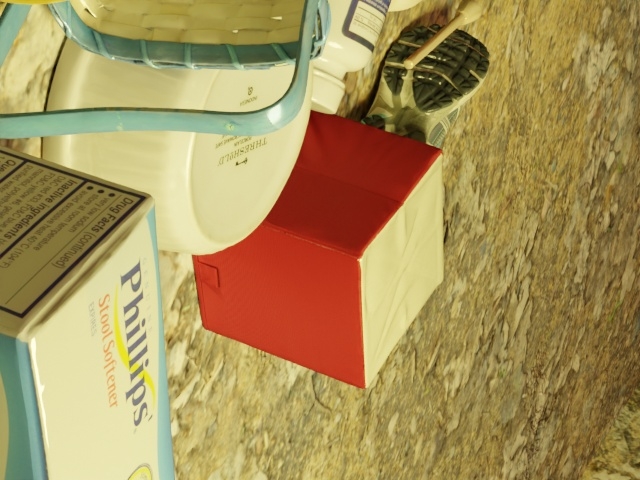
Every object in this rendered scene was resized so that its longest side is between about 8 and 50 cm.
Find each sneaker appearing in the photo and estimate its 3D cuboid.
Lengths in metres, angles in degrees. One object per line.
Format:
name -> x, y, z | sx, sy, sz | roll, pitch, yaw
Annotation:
sneaker -> 0.097, -0.135, 2.074 | 0.283, 0.110, 0.122 | -53, 169, -31

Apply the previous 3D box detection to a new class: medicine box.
medicine box -> -0.253, 0.074, 1.164 | 0.149, 0.289, 0.263 | -48, 148, -44

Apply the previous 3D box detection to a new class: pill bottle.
pill bottle -> 0.007, -0.225, 1.753 | 0.112, 0.112, 0.186 | 27, 83, -67

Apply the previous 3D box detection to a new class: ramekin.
ramekin -> -0.110, -0.113, 1.553 | 0.273, 0.127, 0.273 | -47, 147, -45

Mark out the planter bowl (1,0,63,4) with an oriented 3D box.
planter bowl -> -0.202, -0.270, 1.218 | 0.090, 0.217, 0.217 | -151, -103, -74

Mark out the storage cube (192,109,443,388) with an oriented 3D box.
storage cube -> 0.000, 0.000, 1.806 | 0.183, 0.193, 0.215 | -51, 151, -39

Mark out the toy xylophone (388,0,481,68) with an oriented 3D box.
toy xylophone -> 0.113, -0.324, 1.954 | 0.323, 0.081, 0.236 | -34, 138, -55

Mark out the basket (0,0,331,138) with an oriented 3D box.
basket -> -0.116, -0.193, 1.337 | 0.201, 0.255, 0.289 | 68, 27, -54
